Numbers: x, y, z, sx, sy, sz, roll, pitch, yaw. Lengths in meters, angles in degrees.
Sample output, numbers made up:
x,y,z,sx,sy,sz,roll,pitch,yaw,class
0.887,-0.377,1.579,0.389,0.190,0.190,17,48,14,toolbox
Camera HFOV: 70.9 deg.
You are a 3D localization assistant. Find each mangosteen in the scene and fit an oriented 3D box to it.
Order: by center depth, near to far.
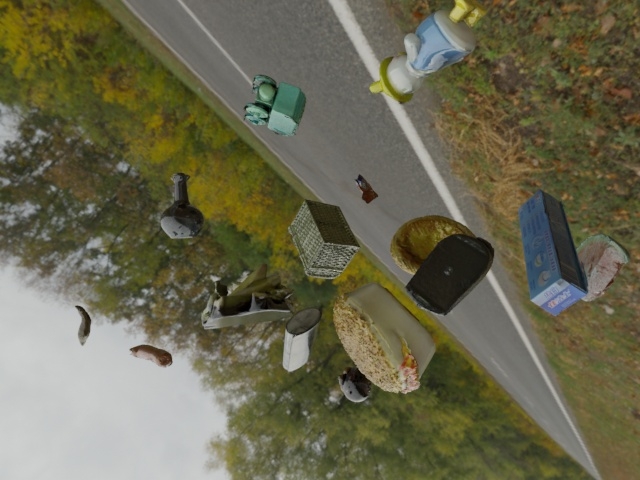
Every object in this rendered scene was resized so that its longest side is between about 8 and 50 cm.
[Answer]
x,y,z,sx,sy,sz,roll,pitch,yaw,class
0.126,0.537,1.701,0.140,0.140,0.140,40,179,1,mangosteen

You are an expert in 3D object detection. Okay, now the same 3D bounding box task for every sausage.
x,y,z,sx,sy,sz,roll,pitch,yaw,class
-0.374,0.253,0.997,0.158,0.036,0.042,-2,156,44,sausage

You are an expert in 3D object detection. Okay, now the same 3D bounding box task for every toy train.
x,y,z,sx,sy,sz,roll,pitch,yaw,class
-0.129,-0.383,1.291,0.163,0.112,0.203,16,178,-10,toy train

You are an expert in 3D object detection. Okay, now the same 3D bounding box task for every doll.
x,y,z,sx,sy,sz,roll,pitch,yaw,class
0.188,-0.334,0.821,0.098,0.135,0.241,51,139,-10,doll

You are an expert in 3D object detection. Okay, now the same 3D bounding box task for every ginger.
x,y,z,sx,sy,sz,roll,pitch,yaw,class
-0.277,0.194,1.651,0.413,0.359,0.211,94,166,-75,ginger

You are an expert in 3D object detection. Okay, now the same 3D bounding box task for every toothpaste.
x,y,z,sx,sy,sz,roll,pitch,yaw,class
0.386,0.008,0.763,0.053,0.066,0.272,30,-141,-4,toothpaste

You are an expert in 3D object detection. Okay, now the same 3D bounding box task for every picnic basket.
x,y,z,sx,sy,sz,roll,pitch,yaw,class
0.000,0.000,1.368,0.134,0.154,0.196,7,-141,-31,picnic basket

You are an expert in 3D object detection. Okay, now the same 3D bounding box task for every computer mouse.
x,y,z,sx,sy,sz,roll,pitch,yaw,class
0.400,0.103,1.381,0.168,0.295,0.087,40,174,34,computer mouse

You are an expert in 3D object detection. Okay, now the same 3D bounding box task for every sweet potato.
x,y,z,sx,sy,sz,roll,pitch,yaw,class
-0.757,0.273,1.439,0.041,0.153,0.038,-12,-152,-42,sweet potato

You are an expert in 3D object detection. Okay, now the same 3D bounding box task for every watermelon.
x,y,z,sx,sy,sz,roll,pitch,yaw,class
0.570,0.065,0.927,0.071,0.139,0.187,24,173,11,watermelon

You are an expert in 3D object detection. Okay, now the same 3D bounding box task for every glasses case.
x,y,z,sx,sy,sz,roll,pitch,yaw,class
-0.057,0.296,1.326,0.060,0.114,0.299,47,154,22,glasses case

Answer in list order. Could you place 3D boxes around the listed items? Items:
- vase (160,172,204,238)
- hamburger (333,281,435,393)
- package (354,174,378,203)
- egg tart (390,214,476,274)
x,y,z,sx,sy,sz,roll,pitch,yaw,class
-0.389,-0.098,1.259,0.120,0.182,0.120,-4,-179,0,vase
0.147,0.248,1.133,0.294,0.179,0.276,46,166,24,hamburger
0.165,-0.192,1.675,0.110,0.033,0.077,55,-147,-8,package
0.422,0.043,1.674,0.319,0.319,0.128,39,157,37,egg tart
